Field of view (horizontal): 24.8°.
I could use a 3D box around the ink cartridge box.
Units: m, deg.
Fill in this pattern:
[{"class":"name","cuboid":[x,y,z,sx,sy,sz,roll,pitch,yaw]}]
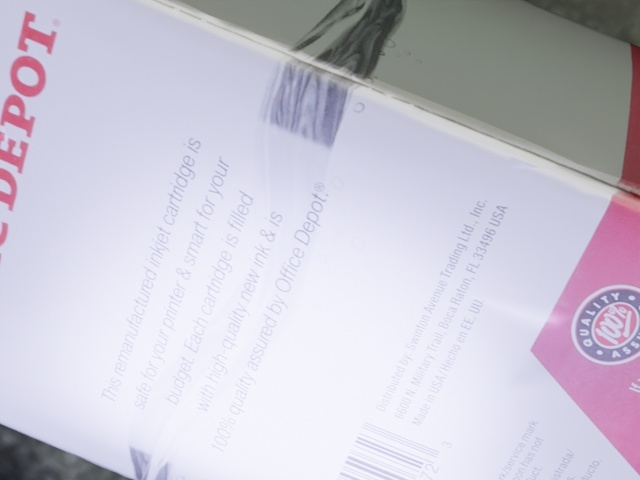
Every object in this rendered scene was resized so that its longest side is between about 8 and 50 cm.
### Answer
[{"class":"ink cartridge box","cuboid":[0.000,0.000,0.544,0.283,0.117,0.207,23,126,0]}]
